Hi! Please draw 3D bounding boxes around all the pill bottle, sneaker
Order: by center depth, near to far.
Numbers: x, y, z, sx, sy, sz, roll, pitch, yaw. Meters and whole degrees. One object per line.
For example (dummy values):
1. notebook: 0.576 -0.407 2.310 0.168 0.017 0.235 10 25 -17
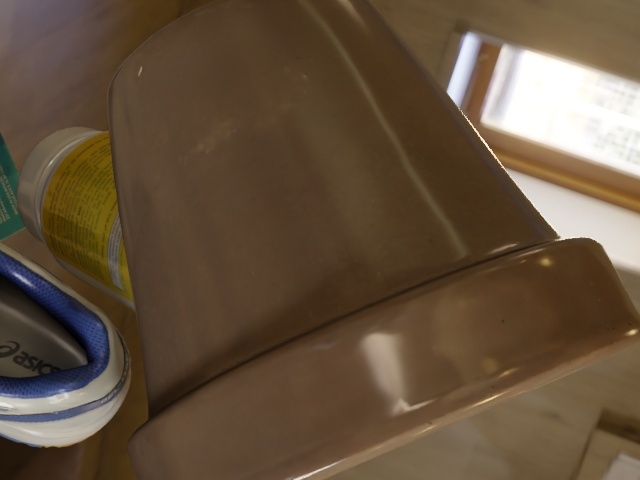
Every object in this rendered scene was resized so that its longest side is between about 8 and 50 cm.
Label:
1. sneaker: -0.236 0.014 0.637 0.131 0.296 0.112 133 -24 -67
2. pill bottle: -0.127 -0.013 0.864 0.119 0.208 0.119 -17 117 -37

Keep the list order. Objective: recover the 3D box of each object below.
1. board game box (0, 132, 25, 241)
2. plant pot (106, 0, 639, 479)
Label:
1. board game box: -0.404 -0.134 1.065 0.079 0.336 0.254 -34 119 -30
2. plant pot: 0.000 0.000 0.618 0.263 0.263 0.229 65 2 -78
